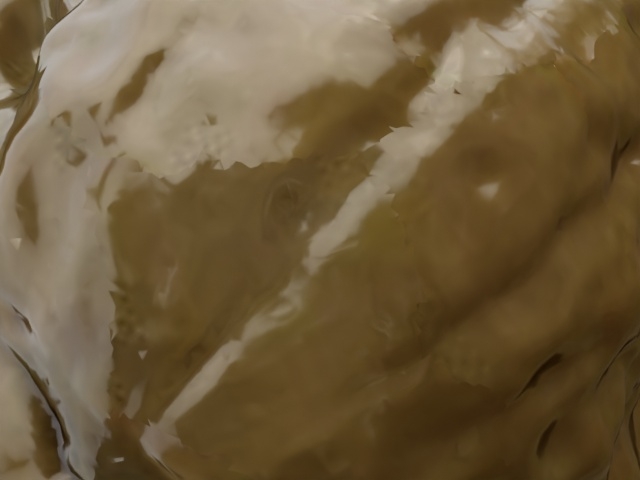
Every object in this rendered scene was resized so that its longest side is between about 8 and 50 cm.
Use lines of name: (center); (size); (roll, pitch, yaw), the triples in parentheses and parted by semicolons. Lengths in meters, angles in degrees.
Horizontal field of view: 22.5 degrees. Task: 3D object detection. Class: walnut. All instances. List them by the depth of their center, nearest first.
walnut: (0.000, 0.000, 0.473); (0.257, 0.257, 0.224); (-23, -20, -51)
